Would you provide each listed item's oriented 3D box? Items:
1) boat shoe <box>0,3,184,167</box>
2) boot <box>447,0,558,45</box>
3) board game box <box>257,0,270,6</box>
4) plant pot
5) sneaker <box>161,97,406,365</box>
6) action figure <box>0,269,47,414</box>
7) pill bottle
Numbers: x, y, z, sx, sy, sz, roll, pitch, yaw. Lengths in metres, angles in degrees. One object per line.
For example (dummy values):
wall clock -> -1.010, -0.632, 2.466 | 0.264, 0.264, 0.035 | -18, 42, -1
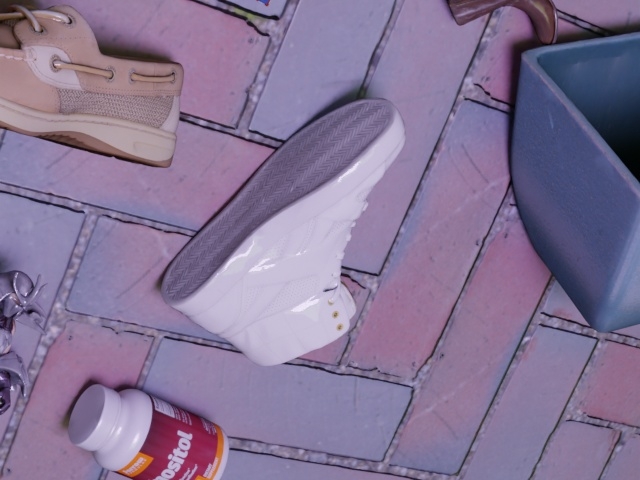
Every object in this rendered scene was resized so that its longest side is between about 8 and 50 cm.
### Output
boat shoe -> -0.241, -0.142, 1.036 | 0.341, 0.122, 0.110 | 13, 92, -59
boot -> 0.179, -0.232, 1.275 | 0.114, 0.037, 0.106 | -22, 108, -18
board game box -> -0.069, -0.325, 1.109 | 0.147, 0.045, 0.193 | 22, 102, -31
plant pot -> 0.346, -0.046, 1.326 | 0.248, 0.247, 0.252 | -12, 136, -20
sneaker -> 0.000, 0.000, 1.266 | 0.292, 0.108, 0.169 | -41, 126, 9
action figure -> -0.355, 0.123, 1.143 | 0.285, 0.099, 0.185 | -40, 142, 6
pill bottle -> -0.175, 0.203, 1.280 | 0.152, 0.086, 0.086 | 29, 98, -33
